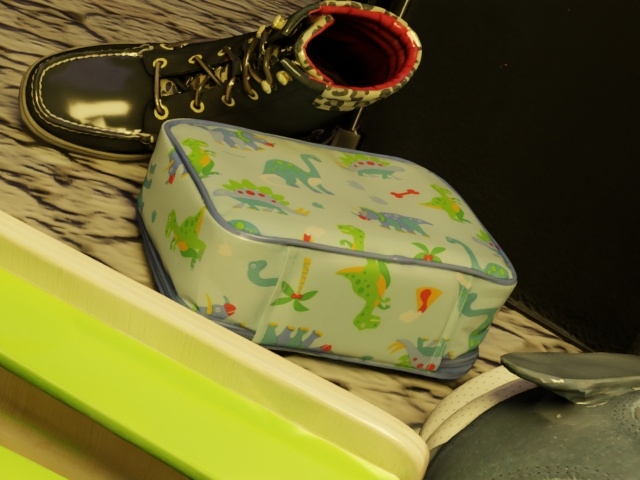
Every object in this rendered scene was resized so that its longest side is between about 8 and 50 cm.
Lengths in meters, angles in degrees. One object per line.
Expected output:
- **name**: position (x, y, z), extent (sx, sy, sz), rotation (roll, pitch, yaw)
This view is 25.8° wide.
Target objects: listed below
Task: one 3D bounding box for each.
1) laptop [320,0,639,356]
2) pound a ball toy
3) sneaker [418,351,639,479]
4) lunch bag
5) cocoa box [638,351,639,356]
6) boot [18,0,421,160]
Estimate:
- **laptop**: position (0.163, -0.187, 1.060), extent (0.236, 0.382, 0.408), rotation (18, 23, -14)
- **pound a ball toy**: position (-0.152, 0.104, 0.497), extent (0.319, 0.136, 0.208), rotation (26, 45, 9)
- **sneaker**: position (0.195, 0.109, 0.548), extent (0.322, 0.130, 0.236), rotation (4, 13, -14)
- **lunch bag**: position (0.000, 0.000, 0.874), extent (0.219, 0.090, 0.176), rotation (9, 27, -28)
- **cocoa box**: position (0.298, -0.070, 1.121), extent (0.227, 0.231, 0.347), rotation (9, 27, -29)
- **boot**: position (-0.067, -0.111, 0.925), extent (0.236, 0.085, 0.178), rotation (2, -11, -24)
